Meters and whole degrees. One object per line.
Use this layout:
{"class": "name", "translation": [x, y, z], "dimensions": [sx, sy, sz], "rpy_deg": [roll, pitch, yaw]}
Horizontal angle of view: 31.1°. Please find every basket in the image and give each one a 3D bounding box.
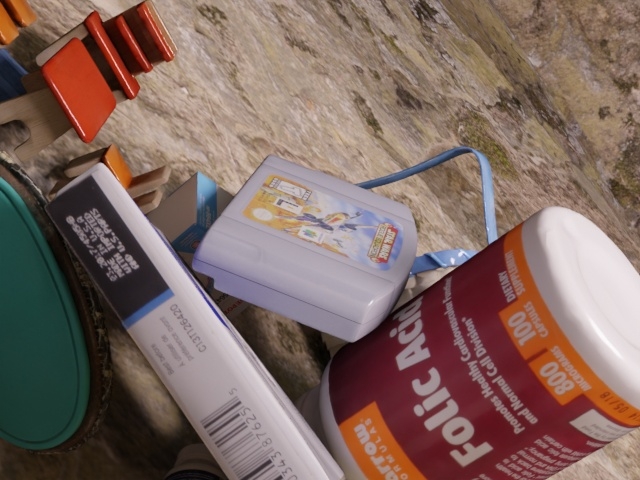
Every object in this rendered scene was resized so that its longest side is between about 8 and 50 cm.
{"class": "basket", "translation": [0.108, 0.051, 1.409], "dimensions": [0.201, 0.255, 0.288], "rpy_deg": [6, 71, -54]}

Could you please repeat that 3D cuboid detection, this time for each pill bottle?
{"class": "pill bottle", "translation": [0.141, 0.158, 1.159], "dimensions": [0.224, 0.392, 0.224], "rpy_deg": [38, 30, -26]}
{"class": "pill bottle", "translation": [-0.112, 0.240, 1.019], "dimensions": [0.067, 0.067, 0.120], "rpy_deg": [41, 29, -23]}

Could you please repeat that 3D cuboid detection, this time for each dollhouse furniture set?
{"class": "dollhouse furniture set", "translation": [-0.234, -0.167, 1.171], "dimensions": [0.262, 0.135, 0.259], "rpy_deg": [61, 10, -19]}

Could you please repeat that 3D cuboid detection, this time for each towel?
{"class": "towel", "translation": [-0.338, -0.153, 1.179], "dimensions": [0.067, 0.029, 0.119], "rpy_deg": [47, 26, -11]}

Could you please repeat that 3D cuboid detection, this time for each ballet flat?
{"class": "ballet flat", "translation": [-0.322, -0.044, 0.957], "dimensions": [0.482, 0.164, 0.182], "rpy_deg": [50, 10, -2]}

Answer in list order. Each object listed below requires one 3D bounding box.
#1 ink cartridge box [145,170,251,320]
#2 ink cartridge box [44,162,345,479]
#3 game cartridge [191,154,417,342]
{"class": "ink cartridge box", "translation": [-0.111, 0.013, 1.268], "dimensions": [0.143, 0.092, 0.089], "rpy_deg": [35, 31, -30]}
{"class": "ink cartridge box", "translation": [-0.091, 0.101, 0.960], "dimensions": [0.303, 0.072, 0.307], "rpy_deg": [52, -7, 9]}
{"class": "game cartridge", "translation": [0.000, 0.000, 1.194], "dimensions": [0.198, 0.062, 0.297], "rpy_deg": [18, 23, 4]}
